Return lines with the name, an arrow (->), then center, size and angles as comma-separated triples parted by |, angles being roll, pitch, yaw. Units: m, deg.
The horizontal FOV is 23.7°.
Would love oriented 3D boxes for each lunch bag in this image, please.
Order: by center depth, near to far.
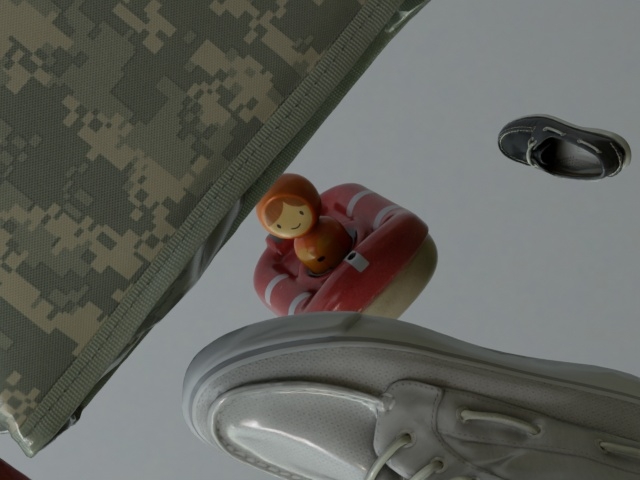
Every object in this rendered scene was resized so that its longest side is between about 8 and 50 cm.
lunch bag -> -0.111, -0.096, 0.661 | 0.287, 0.235, 0.169 | -50, 1, -1

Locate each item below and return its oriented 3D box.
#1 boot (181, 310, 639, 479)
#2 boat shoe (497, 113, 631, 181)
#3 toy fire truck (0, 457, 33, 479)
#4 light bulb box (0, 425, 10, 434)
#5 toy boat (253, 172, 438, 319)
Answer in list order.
boot -> 0.059, 0.110, 0.732 | 0.123, 0.258, 0.095 | -91, 7, -59
boat shoe -> 0.192, -0.073, 1.251 | 0.038, 0.125, 0.046 | -30, -55, -40
toy fire truck -> -0.240, 0.225, 0.806 | 0.302, 0.254, 0.169 | -54, 1, 18
light bulb box -> -0.279, -0.082, 1.087 | 0.361, 0.225, 0.357 | -52, -47, -70
toy boat -> 0.000, 0.000, 1.389 | 0.151, 0.231, 0.151 | -46, -64, -5
